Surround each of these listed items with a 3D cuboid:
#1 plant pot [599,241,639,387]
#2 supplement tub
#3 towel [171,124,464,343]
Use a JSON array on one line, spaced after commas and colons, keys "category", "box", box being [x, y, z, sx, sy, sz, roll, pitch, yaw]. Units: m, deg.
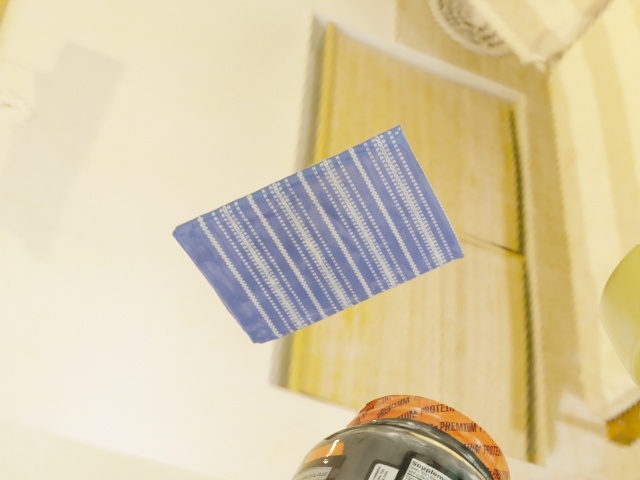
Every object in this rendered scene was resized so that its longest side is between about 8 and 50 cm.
[{"category": "plant pot", "box": [0.436, 0.118, 1.145, 0.254, 0.254, 0.239, -58, 37, 39]}, {"category": "supplement tub", "box": [0.033, 0.301, 0.986, 0.338, 0.207, 0.207, -54, -1, -45]}, {"category": "towel", "box": [0.000, 0.000, 1.567, 0.336, 0.243, 0.040, -24, 38, 11]}]
